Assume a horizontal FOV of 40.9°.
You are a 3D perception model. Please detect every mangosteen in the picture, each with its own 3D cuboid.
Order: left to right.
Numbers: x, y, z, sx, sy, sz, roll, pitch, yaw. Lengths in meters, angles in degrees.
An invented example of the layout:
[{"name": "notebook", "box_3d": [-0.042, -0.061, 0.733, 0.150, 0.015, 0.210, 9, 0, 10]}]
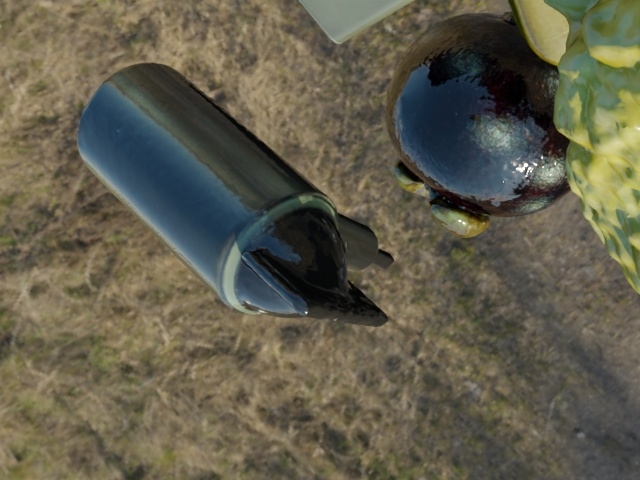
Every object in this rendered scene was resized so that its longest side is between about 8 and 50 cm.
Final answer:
[{"name": "mangosteen", "box_3d": [0.211, -0.145, 1.089, 0.288, 0.288, 0.288, 29, 135, 34]}]

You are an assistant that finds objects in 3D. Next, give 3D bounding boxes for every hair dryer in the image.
[{"name": "hair dryer", "box_3d": [0.000, 0.000, 0.515, 0.195, 0.248, 0.078, 41, 103, 33]}]

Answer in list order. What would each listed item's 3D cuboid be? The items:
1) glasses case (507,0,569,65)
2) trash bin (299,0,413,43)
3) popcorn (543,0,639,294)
[{"name": "glasses case", "box_3d": [0.203, -0.337, 0.708, 0.173, 0.141, 0.371, -19, 121, 13]}, {"name": "trash bin", "box_3d": [0.071, -0.337, 0.877, 0.240, 0.122, 0.164, -20, 129, 39]}, {"name": "popcorn", "box_3d": [0.213, -0.062, 0.377, 0.286, 0.173, 0.225, 69, 168, -24]}]
